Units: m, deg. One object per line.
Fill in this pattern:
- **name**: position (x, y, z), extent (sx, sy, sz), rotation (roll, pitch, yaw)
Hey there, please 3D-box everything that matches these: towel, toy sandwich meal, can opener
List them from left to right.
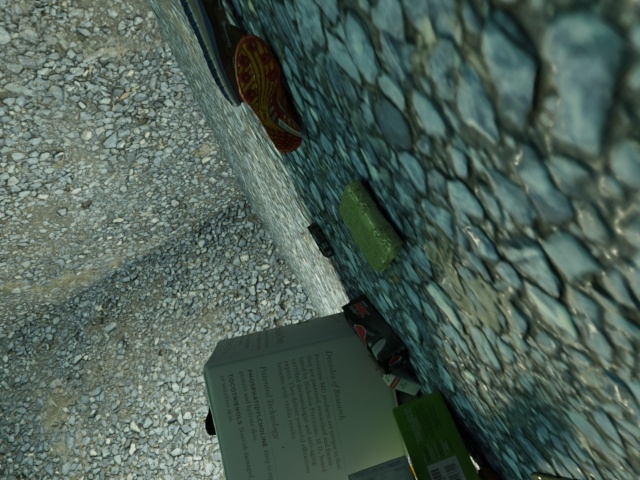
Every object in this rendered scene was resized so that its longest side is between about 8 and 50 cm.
- **towel**: position (0.061, -0.016, 0.608), extent (0.110, 0.027, 0.148), rotation (58, 174, 11)
- **can opener**: position (0.203, 0.429, 1.162), extent (0.076, 0.095, 0.284), rotation (52, 170, 44)
- **toy sandwich meal**: position (0.297, 0.424, 0.795), extent (0.086, 0.029, 0.086), rotation (54, 169, 15)

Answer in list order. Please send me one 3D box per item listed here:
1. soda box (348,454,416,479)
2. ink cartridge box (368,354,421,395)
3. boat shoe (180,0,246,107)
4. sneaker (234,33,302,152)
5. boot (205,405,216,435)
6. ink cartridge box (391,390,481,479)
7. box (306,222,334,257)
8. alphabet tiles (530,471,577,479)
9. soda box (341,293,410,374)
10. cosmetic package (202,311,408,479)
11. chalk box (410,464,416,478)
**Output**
- **soda box**: position (0.123, 0.440, 0.807), extent (0.286, 0.098, 0.091), rotation (68, -178, -58)
- **ink cartridge box**: position (0.148, 0.279, 0.982), extent (0.115, 0.029, 0.063), rotation (25, -170, -28)
- **boat shoe**: position (-0.141, -0.291, 0.697), extent (0.066, 0.066, 0.183), rotation (42, 156, 59)
- **sneaker**: position (-0.077, -0.201, 0.661), extent (0.067, 0.064, 0.175), rotation (-114, 3, -45)
- **boot**: position (-0.257, 0.449, 1.195), extent (0.121, 0.045, 0.099), rotation (-98, 4, -45)
- **ink cartridge box**: position (0.220, 0.420, 0.882), extent (0.255, 0.096, 0.189), rotation (70, 180, -54)
- **box**: position (0.000, 0.000, 1.102), extent (0.083, 0.018, 0.067), rotation (60, 173, -7)
- **alphabet tiles**: position (0.297, 0.314, 0.433), extent (0.198, 0.009, 0.237), rotation (56, 173, 22)
- **soda box**: position (0.109, 0.189, 0.969), extent (0.169, 0.060, 0.053), rotation (50, 165, 49)
- **cosmetic package**: position (-0.042, 0.383, 1.158), extent (0.329, 0.393, 0.328), rotation (164, 94, -83)
- **chalk box**: position (0.333, 0.732, 1.380), extent (0.132, 0.132, 0.213), rotation (50, 170, 43)
